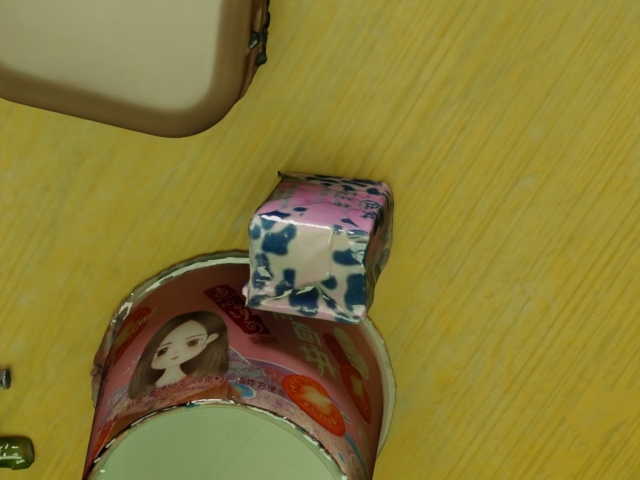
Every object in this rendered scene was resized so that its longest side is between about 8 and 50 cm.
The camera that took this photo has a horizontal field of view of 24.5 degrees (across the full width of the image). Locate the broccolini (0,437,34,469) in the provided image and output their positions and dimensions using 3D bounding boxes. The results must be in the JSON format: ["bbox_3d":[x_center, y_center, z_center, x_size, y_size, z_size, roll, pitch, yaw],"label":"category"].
[{"bbox_3d":[-0.339,0.187,1.173,0.216,0.058,0.067,-4,105,2],"label":"broccolini"}]

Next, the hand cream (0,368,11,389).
[{"bbox_3d":[-0.295,0.114,1.168,0.102,0.022,0.035,-6,113,8],"label":"hand cream"}]

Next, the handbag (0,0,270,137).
[{"bbox_3d":[-0.165,-0.234,0.984,0.283,0.149,0.302,6,110,-3],"label":"handbag"}]

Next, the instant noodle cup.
[{"bbox_3d":[-0.065,0.154,1.064,0.243,0.231,0.243,0,107,1],"label":"instant noodle cup"}]

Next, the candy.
[{"bbox_3d":[0.000,0.000,1.048,0.092,0.160,0.073,6,105,7],"label":"candy"}]
